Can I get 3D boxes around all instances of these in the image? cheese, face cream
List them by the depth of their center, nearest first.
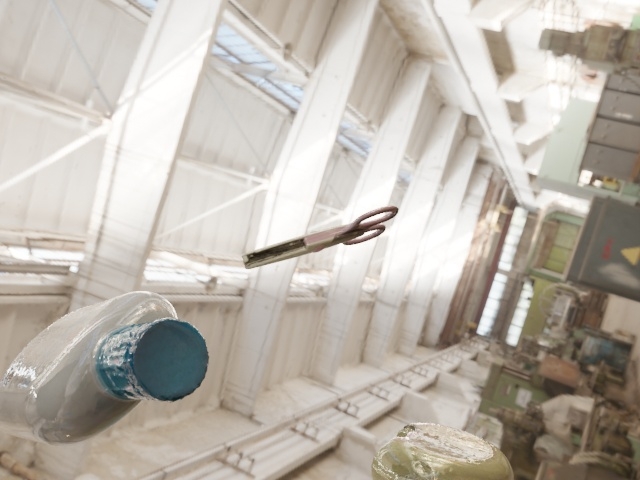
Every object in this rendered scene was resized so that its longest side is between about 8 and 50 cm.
[{"bbox_3d":[-0.207,0.115,0.590,0.080,0.337,0.163,49,-125,-19],"label":"face cream"},{"bbox_3d":[0.123,0.271,0.712,0.286,0.163,0.082,15,-94,-61],"label":"cheese"}]

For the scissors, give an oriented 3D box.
[{"bbox_3d":[0.000,0.000,0.681,0.176,0.022,0.085,-16,-18,-20],"label":"scissors"}]
